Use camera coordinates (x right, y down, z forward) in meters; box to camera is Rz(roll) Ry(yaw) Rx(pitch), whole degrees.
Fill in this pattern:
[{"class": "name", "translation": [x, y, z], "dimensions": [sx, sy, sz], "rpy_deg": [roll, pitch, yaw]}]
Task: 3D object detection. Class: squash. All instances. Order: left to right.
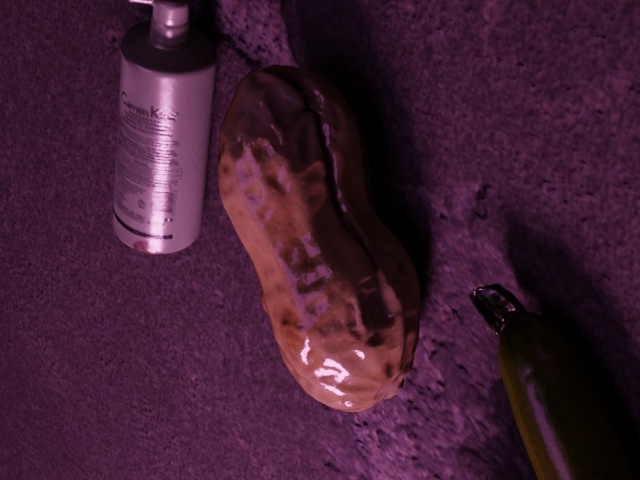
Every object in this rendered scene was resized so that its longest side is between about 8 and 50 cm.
[{"class": "squash", "translation": [0.193, 0.176, 1.293], "dimensions": [0.080, 0.071, 0.318], "rpy_deg": [-21, 94, 59]}]

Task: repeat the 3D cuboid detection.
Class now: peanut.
[{"class": "peanut", "translation": [0.000, 0.000, 1.403], "dimensions": [0.130, 0.130, 0.290], "rpy_deg": [-5, 109, 57]}]

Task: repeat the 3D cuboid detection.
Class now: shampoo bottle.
[{"class": "shampoo bottle", "translation": [-0.138, -0.109, 1.567], "dimensions": [0.085, 0.085, 0.262], "rpy_deg": [42, 141, 32]}]
